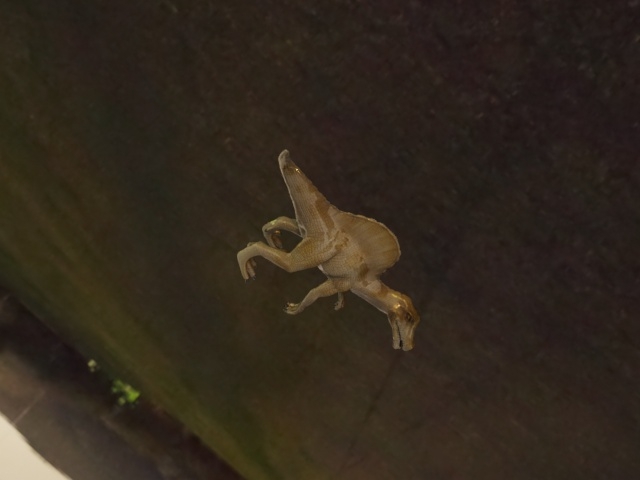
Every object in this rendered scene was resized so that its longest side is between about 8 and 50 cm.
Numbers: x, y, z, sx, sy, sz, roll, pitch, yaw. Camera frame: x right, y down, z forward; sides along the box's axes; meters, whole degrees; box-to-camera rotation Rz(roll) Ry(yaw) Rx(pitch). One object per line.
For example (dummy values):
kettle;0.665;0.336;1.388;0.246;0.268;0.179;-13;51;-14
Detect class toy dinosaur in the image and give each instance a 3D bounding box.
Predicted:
toy dinosaur;0.000;0.000;0.524;0.092;0.053;0.183;-12;134;29
